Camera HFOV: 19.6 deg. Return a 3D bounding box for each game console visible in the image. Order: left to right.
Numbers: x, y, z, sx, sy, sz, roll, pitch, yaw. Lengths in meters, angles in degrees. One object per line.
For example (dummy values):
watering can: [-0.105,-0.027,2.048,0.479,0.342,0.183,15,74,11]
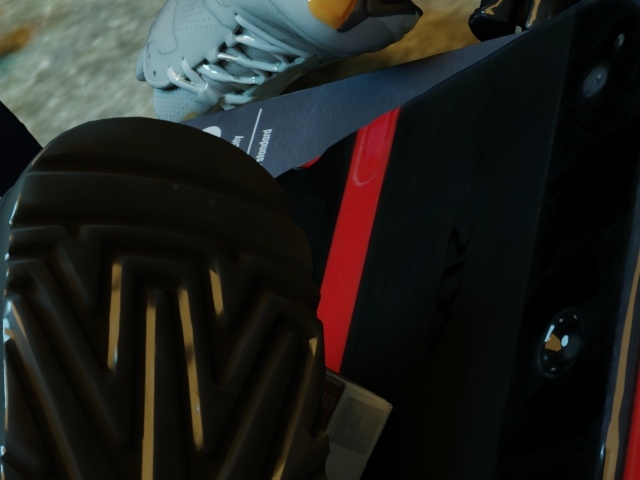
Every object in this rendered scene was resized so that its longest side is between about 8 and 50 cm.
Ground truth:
game console: [0.012,0.118,0.622,0.342,0.060,0.386,-29,41,53]

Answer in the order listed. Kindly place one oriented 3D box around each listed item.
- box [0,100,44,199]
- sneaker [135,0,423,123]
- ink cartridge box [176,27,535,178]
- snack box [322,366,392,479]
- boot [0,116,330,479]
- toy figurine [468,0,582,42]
box: [-0.238,0.016,1.023,0.158,0.093,0.156,-10,45,33]
sneaker: [-0.033,-0.102,0.966,0.121,0.099,0.262,-54,14,-2]
ink cartridge box: [0.000,0.000,0.877,0.333,0.065,0.165,-14,43,28]
snack box: [-0.031,0.064,0.663,0.064,0.022,0.178,-66,24,-1]
boot: [-0.101,0.156,0.579,0.260,0.131,0.348,-38,40,51]
toy figurine: [0.115,-0.194,0.850,0.209,0.213,0.148,-4,64,53]
